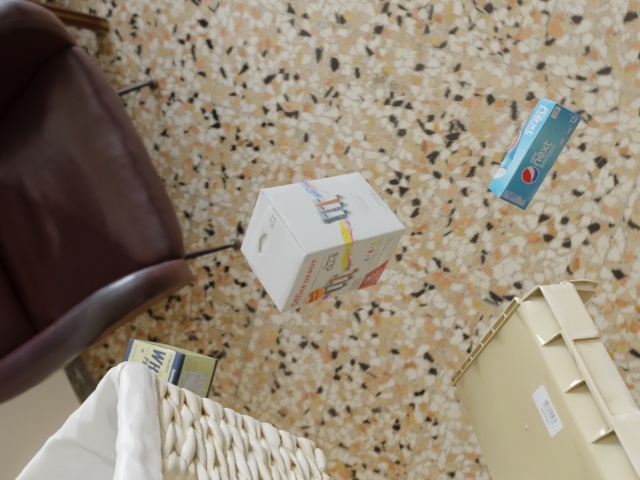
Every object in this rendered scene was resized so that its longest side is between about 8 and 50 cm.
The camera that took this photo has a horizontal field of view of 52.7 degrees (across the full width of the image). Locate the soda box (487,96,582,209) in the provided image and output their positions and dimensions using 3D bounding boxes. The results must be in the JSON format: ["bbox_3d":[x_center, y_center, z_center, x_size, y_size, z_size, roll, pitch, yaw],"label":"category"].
[{"bbox_3d":[0.425,-0.173,1.292,0.067,0.071,0.210,23,108,-15],"label":"soda box"}]

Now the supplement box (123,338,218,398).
[{"bbox_3d":[-0.190,0.163,0.811,0.083,0.083,0.056,10,80,26],"label":"supplement box"}]

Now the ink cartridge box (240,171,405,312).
[{"bbox_3d":[0.000,0.000,0.916,0.127,0.176,0.128,55,141,30],"label":"ink cartridge box"}]

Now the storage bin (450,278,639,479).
[{"bbox_3d":[0.302,0.223,0.803,0.260,0.123,0.262,110,152,-49],"label":"storage bin"}]

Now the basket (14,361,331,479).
[{"bbox_3d":[-0.155,0.358,0.577,0.331,0.266,0.328,-45,36,17],"label":"basket"}]
